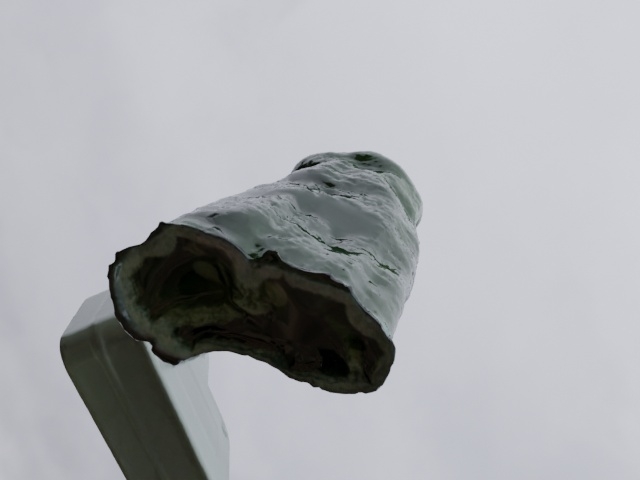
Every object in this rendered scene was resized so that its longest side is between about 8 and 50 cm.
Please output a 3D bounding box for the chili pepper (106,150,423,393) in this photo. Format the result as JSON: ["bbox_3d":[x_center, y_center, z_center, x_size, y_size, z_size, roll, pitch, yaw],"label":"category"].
[{"bbox_3d":[0.000,0.000,0.434,0.136,0.270,0.099,-2,-77,16],"label":"chili pepper"}]

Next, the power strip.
[{"bbox_3d":[-0.157,0.144,0.751,0.261,0.141,0.230,-121,-171,-75],"label":"power strip"}]
